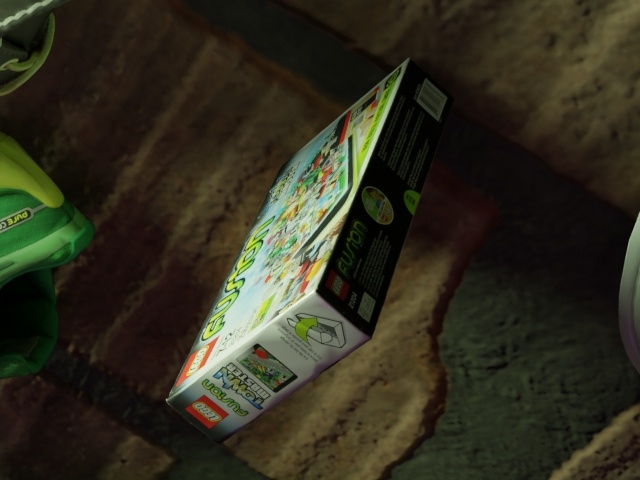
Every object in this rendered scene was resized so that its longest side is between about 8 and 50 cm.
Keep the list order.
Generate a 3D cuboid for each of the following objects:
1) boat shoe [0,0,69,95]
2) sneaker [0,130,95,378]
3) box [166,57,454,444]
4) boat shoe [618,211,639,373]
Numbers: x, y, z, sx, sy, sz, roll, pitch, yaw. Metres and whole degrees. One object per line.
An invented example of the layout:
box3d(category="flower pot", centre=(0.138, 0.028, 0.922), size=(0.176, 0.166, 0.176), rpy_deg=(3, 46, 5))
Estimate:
box3d(category="boat shoe", centre=(-0.196, -0.122, 0.782), size=(0.305, 0.109, 0.091), rpy_deg=(-13, 121, 33))
box3d(category="sneaker", centre=(-0.239, 0.062, 0.928), size=(0.123, 0.109, 0.295), rpy_deg=(36, 128, -6))
box3d(category="box", centre=(0.000, 0.000, 0.743), size=(0.036, 0.207, 0.114), rpy_deg=(41, 126, -15))
box3d(category="boat shoe", centre=(0.223, -0.054, 0.713), size=(0.114, 0.091, 0.302), rpy_deg=(40, 138, 29))
